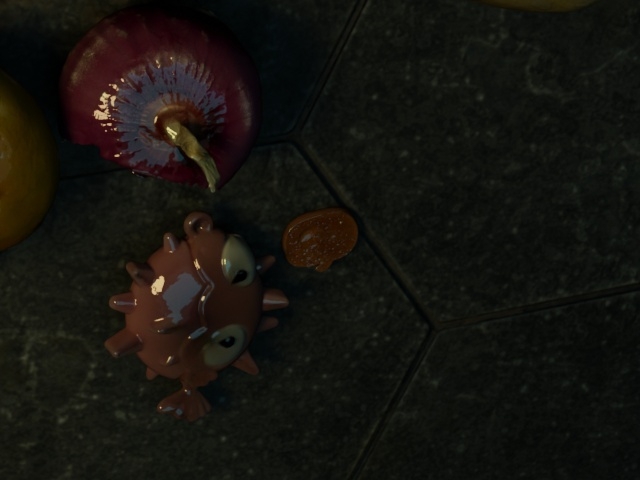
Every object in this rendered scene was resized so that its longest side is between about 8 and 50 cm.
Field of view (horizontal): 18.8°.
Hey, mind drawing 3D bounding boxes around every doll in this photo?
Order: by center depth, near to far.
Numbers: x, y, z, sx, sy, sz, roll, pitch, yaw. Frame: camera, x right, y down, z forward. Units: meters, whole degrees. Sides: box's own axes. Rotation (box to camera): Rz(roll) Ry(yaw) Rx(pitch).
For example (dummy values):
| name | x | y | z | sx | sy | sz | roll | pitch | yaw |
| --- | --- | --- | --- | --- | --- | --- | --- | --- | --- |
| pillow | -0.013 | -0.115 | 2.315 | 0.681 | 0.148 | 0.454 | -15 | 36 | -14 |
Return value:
| name | x | y | z | sx | sy | sz | roll | pitch | yaw |
| --- | --- | --- | --- | --- | --- | --- | --- | --- | --- |
| doll | -0.141 | 0.086 | 2.172 | 0.211 | 0.093 | 0.262 | -1 | 114 | -27 |

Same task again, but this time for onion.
| name | x | y | z | sx | sy | sz | roll | pitch | yaw |
| --- | --- | --- | --- | --- | --- | --- | --- | --- | --- |
| onion | -0.161 | -0.155 | 1.997 | 0.207 | 0.200 | 0.200 | 16 | 114 | 7 |

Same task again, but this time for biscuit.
| name | x | y | z | sx | sy | sz | roll | pitch | yaw |
| --- | --- | --- | --- | --- | --- | --- | --- | --- | --- |
| biscuit | 0.000 | 0.000 | 2.224 | 0.091 | 0.015 | 0.078 | -11 | 122 | -14 |

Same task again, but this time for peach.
| name | x | y | z | sx | sy | sz | roll | pitch | yaw |
| --- | --- | --- | --- | --- | --- | --- | --- | --- | --- |
| peach | -0.385 | -0.074 | 1.908 | 0.251 | 0.153 | 0.251 | -13 | 125 | -20 |

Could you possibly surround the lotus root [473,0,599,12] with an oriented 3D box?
| name | x | y | z | sx | sy | sz | roll | pitch | yaw |
| --- | --- | --- | --- | --- | --- | --- | --- | --- | --- |
| lotus root | 0.217 | -0.327 | 2.052 | 0.343 | 0.151 | 0.169 | 8 | 129 | -29 |
